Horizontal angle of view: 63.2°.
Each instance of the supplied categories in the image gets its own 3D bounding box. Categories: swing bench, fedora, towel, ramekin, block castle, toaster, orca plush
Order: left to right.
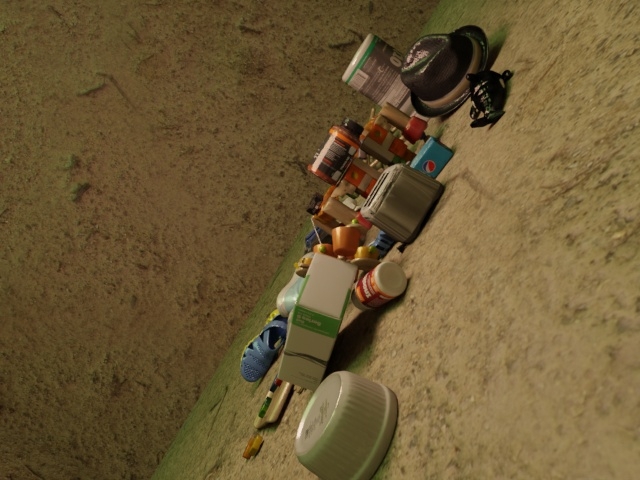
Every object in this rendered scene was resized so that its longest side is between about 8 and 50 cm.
[{"bbox_3d":[0.000,0.000,2.183,0.209,0.034,0.285,-46,-16,-24],"label":"towel"},{"bbox_3d":[0.039,0.342,0.958,0.207,0.109,0.207,-56,10,15],"label":"ramekin"},{"bbox_3d":[0.175,-0.205,1.736,0.454,0.212,0.303,-60,7,-12],"label":"block castle"},{"bbox_3d":[0.234,-0.411,2.268,0.255,0.165,0.253,-60,8,24],"label":"swing bench"},{"bbox_3d":[0.208,-0.097,1.386,0.227,0.146,0.129,-59,8,-2],"label":"toaster"},{"bbox_3d":[0.376,-0.570,1.696,0.334,0.152,0.334,-28,55,50],"label":"fedora"},{"bbox_3d":[0.416,-0.394,1.387,0.151,0.102,0.287,-48,14,49],"label":"orca plush"}]

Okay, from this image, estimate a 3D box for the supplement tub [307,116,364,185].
[{"bbox_3d":[0.052,-0.273,1.578,0.198,0.106,0.106,-57,9,8],"label":"supplement tub"}]

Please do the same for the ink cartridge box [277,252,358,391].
[{"bbox_3d":[-0.010,0.214,1.345,0.211,0.121,0.289,-68,-6,-53],"label":"ink cartridge box"}]

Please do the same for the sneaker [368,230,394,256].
[{"bbox_3d":[0.175,0.015,1.501,0.059,0.053,0.144,-65,3,-35],"label":"sneaker"}]

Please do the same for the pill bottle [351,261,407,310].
[{"bbox_3d":[0.136,0.116,1.259,0.152,0.086,0.086,-47,15,54],"label":"pill bottle"}]

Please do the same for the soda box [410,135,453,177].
[{"bbox_3d":[0.288,-0.192,1.507,0.210,0.071,0.067,-54,9,24],"label":"soda box"}]

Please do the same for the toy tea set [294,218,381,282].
[{"bbox_3d":[0.064,0.023,1.461,0.336,0.199,0.125,140,139,-60],"label":"toy tea set"}]

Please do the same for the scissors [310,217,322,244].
[{"bbox_3d":[0.020,0.057,1.705,0.021,0.109,0.297,-29,48,9],"label":"scissors"}]

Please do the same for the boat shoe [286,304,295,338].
[{"bbox_3d":[-0.040,0.244,1.726,0.320,0.118,0.103,-54,15,50],"label":"boat shoe"}]

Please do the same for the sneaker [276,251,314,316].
[{"bbox_3d":[-0.023,0.160,1.973,0.150,0.135,0.366,-12,29,31],"label":"sneaker"}]

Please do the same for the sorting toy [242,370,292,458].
[{"bbox_3d":[-0.163,0.523,1.630,0.307,0.041,0.229,-64,7,-30],"label":"sorting toy"}]

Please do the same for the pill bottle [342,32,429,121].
[{"bbox_3d":[0.281,-0.603,1.986,0.204,0.361,0.204,-56,10,15],"label":"pill bottle"}]

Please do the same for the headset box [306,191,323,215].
[{"bbox_3d":[-0.018,-0.124,1.729,0.062,0.032,0.083,-57,9,15],"label":"headset box"}]

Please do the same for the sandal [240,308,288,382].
[{"bbox_3d":[-0.211,0.415,2.052,0.318,0.126,0.138,-61,13,-6],"label":"sandal"}]

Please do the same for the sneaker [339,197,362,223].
[{"bbox_3d":[0.135,-0.105,2.059,0.115,0.090,0.232,-44,24,34],"label":"sneaker"}]

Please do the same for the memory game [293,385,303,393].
[{"bbox_3d":[-0.027,0.367,1.542,0.186,0.012,0.186,-56,9,14],"label":"memory game"}]
